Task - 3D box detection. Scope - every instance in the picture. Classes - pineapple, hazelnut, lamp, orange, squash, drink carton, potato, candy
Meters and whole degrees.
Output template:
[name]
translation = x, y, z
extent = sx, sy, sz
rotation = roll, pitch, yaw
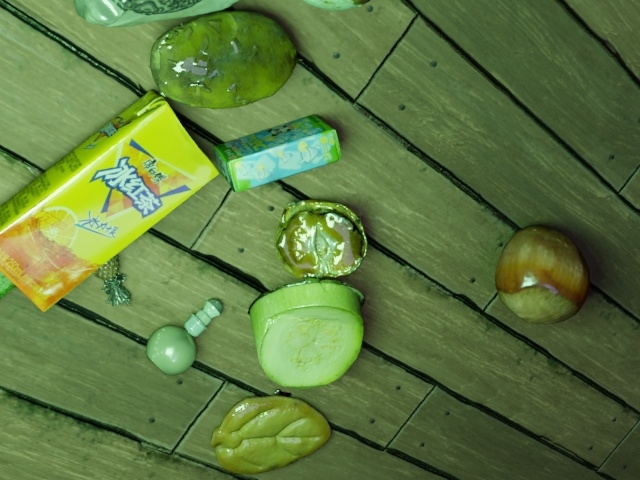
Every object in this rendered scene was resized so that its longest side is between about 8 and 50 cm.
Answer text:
[pineapple]
translation = -0.358, 0.062, 1.344
extent = 0.058, 0.058, 0.124
rotation = -24, 135, -10
[hazelnut]
translation = 0.459, 0.071, 1.613
extent = 0.214, 0.176, 0.215
rotation = -3, 95, -42
[lamp]
translation = -0.239, 0.169, 1.425
extent = 0.163, 0.091, 0.091
rotation = -45, 124, -14
[orange]
translation = 0.000, 0.000, 1.420
extent = 0.160, 0.112, 0.170
rotation = -43, 84, 2
[squash]
translation = -0.020, 0.161, 1.432
extent = 0.220, 0.133, 0.220
rotation = -5, 143, -4
[drink carton]
translation = -0.347, -0.066, 1.230
extent = 0.351, 0.111, 0.155
rotation = -39, 124, -6
[potato]
translation = -0.142, -0.279, 1.218
extent = 0.251, 0.113, 0.150
rotation = -8, 112, -26
[candy]
translation = -0.073, -0.148, 1.326
extent = 0.194, 0.097, 0.062
rotation = -19, 121, -14

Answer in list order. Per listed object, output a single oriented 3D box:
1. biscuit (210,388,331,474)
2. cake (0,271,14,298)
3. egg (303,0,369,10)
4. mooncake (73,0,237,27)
[biscuit]
translation = -0.098, 0.401, 1.614
extent = 0.259, 0.041, 0.203
rotation = 4, 112, -22
[cake]
translation = -0.569, 0.087, 1.234
extent = 0.235, 0.099, 0.100
rotation = -34, 124, -5
[egg]
translation = 0.001, -0.444, 1.175
extent = 0.231, 0.169, 0.169
rotation = 27, 102, -21
[mooncake]
translation = -0.239, -0.433, 1.099
extent = 0.250, 0.136, 0.255
rotation = -19, 121, -18
